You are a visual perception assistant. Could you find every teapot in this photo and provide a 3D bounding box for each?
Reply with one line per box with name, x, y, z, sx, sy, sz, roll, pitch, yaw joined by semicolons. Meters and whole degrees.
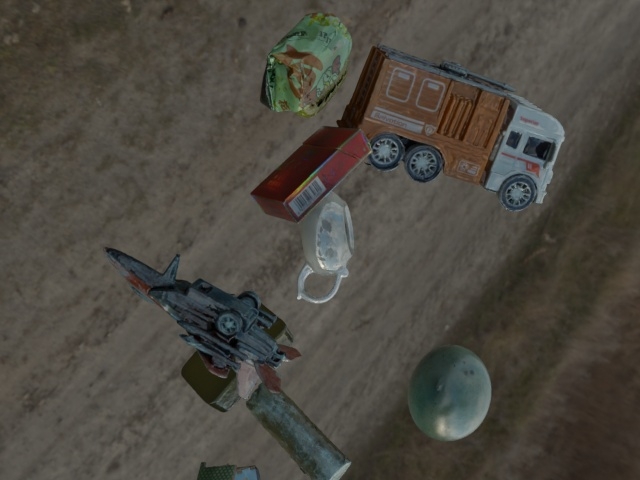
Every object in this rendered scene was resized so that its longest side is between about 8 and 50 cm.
teapot;0.000;0.000;1.836;0.208;0.165;0.300;89;5;-78

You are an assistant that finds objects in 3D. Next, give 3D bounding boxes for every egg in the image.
egg;0.265;0.317;1.584;0.169;0.169;0.237;-35;143;-37

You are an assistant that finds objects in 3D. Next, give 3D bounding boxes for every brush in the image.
brush;-0.151;0.208;1.402;0.197;0.123;0.059;-46;137;-10

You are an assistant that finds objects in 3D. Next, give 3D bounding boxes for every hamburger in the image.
hamburger;-0.020;-0.339;1.581;0.214;0.125;0.235;-39;147;-31

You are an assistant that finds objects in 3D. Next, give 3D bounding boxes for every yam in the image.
yam;-0.050;0.416;1.647;0.093;0.259;0.093;-43;166;-14

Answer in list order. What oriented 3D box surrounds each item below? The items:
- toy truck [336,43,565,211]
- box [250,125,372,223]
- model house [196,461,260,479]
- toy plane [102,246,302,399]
toy truck;0.242;-0.207;1.382;0.387;0.173;0.207;16;111;-13
box;-0.015;-0.108;1.204;0.175;0.112;0.048;-45;119;-18
model house;-0.213;0.545;1.381;0.206;0.178;0.271;1;78;-52
toy plane;-0.174;0.096;1.106;0.104;0.326;0.223;-49;180;19
